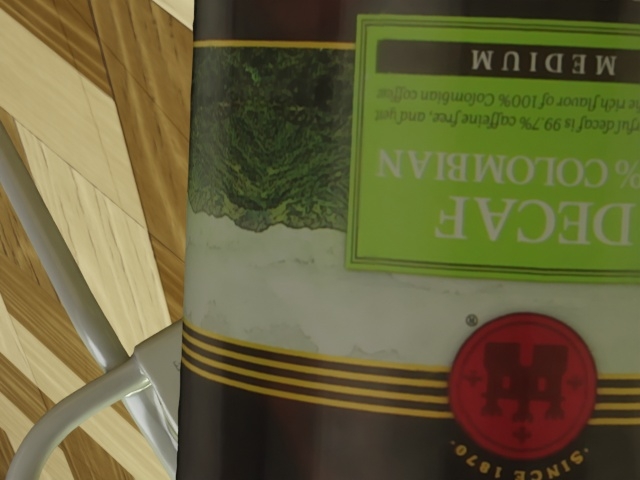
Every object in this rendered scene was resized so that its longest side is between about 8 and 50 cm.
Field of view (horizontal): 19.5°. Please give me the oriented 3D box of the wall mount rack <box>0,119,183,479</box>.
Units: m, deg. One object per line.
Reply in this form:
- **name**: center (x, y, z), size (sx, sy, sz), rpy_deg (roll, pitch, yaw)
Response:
- **wall mount rack**: center (0.000, 0.000, 0.793), size (0.304, 0.350, 0.130), rpy_deg (59, 179, -7)

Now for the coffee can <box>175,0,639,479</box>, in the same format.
- **coffee can**: center (0.054, 0.017, 0.588), size (0.201, 0.202, 0.275), rpy_deg (10, 99, 59)
